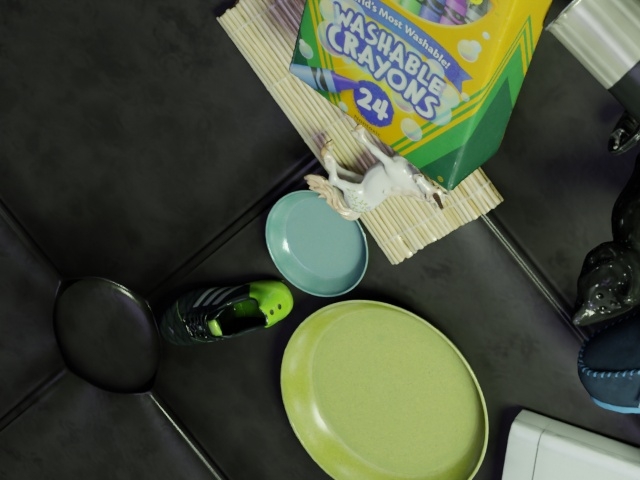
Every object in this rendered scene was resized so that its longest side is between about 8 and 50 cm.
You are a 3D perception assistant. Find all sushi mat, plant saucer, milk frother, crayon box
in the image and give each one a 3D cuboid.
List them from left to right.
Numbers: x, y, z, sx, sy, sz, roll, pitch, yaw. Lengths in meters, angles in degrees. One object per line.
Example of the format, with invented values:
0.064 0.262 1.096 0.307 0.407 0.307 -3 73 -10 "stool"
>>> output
0.000 0.000 2.063 0.119 0.021 0.119 12 117 25 "plant saucer"
0.036 -0.133 1.982 0.151 0.019 0.316 -33 94 37 "sushi mat"
0.072 0.165 2.092 0.241 0.037 0.241 13 119 24 "plant saucer"
0.095 -0.221 1.774 0.203 0.083 0.323 38 142 18 "crayon box"
0.262 -0.156 1.775 0.135 0.129 0.143 47 122 2 "milk frother"

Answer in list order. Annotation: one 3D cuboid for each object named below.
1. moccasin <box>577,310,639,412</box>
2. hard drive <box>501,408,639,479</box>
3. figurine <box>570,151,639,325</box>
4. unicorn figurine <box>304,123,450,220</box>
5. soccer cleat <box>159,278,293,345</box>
0.384 0.056 1.806 0.342 0.138 0.117 -20 128 23 "moccasin"
0.345 0.329 2.008 0.353 0.047 0.233 18 120 21 "hard drive"
0.325 -0.022 1.726 0.092 0.209 0.215 48 139 -9 "figurine"
0.062 -0.065 1.958 0.111 0.060 0.162 55 144 -5 "unicorn figurine"
-0.111 0.081 2.133 0.179 0.072 0.060 -16 104 34 "soccer cleat"
